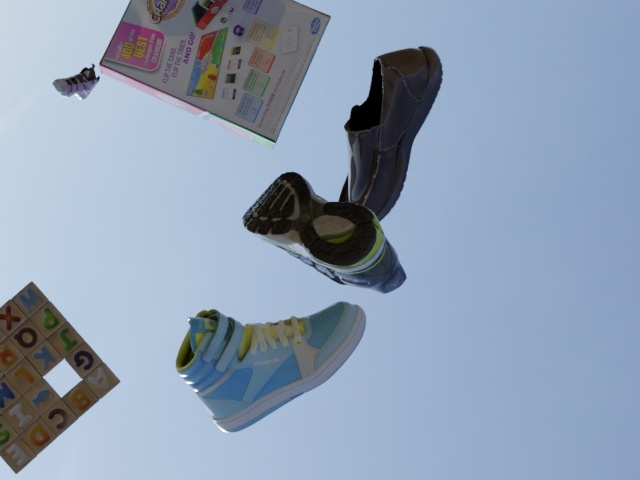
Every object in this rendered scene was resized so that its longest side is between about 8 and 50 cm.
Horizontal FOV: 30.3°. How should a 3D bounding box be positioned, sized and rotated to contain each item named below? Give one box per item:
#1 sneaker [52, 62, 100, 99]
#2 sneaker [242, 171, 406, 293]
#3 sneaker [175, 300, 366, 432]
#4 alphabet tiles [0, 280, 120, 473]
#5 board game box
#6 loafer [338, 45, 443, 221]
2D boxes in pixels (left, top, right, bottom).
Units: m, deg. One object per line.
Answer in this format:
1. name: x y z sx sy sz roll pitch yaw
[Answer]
1. sneaker: -0.412 -0.277 2.022 0.069 0.038 0.098 -43 171 16
2. sneaker: 0.000 0.000 1.587 0.111 0.121 0.300 -47 -143 -8
3. sneaker: -0.096 0.163 1.930 0.319 0.208 0.127 -37 -153 8
4. alphabet tiles: -0.441 0.209 1.700 0.237 0.198 0.009 -42 176 -7
5. board game box: -0.174 -0.326 1.973 0.064 0.317 0.242 136 -22 -80
6. loafer: 0.092 -0.187 2.099 0.134 0.130 0.365 -117 -140 -54
